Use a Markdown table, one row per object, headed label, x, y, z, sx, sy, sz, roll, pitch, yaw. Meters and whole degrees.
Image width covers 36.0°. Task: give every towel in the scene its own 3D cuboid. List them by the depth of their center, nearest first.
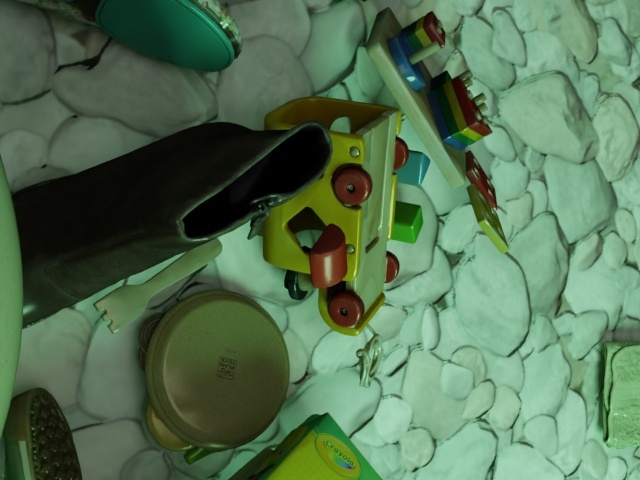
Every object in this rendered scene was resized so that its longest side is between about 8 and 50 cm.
| label | x | y | z | sx | sy | sz | roll | pitch | yaw |
| --- | --- | --- | --- | --- | --- | --- | --- | --- | --- |
| towel | 0.341 | 0.153 | 0.991 | 0.148 | 0.027 | 0.110 | 0 | 90 | -28 |

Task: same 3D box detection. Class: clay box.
| label | x | y | z | sx | sy | sz | roll | pitch | yaw |
| --- | --- | --- | --- | --- | --- | --- | --- | --- | --- |
| clay box | -0.010 | 0.220 | 0.694 | 0.127 | 0.053 | 0.222 | 51 | 43 | -2 |

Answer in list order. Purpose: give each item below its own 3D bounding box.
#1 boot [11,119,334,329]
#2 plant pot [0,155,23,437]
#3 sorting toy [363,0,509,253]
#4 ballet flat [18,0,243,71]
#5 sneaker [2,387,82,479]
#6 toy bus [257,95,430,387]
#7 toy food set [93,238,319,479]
| label | x | y | z | sx | sy | sz | roll | pitch | yaw |
| --- | --- | --- | --- | --- | --- | --- | --- | --- | --- |
| boot | -0.132 | -0.011 | 0.640 | 0.248 | 0.207 | 0.090 | -33 | 105 | -24 |
| plant pot | -0.279 | 0.069 | 0.534 | 0.284 | 0.284 | 0.190 | -29 | 112 | -25 |
| sorting toy | 0.100 | -0.120 | 0.808 | 0.046 | 0.132 | 0.274 | -28 | 108 | 19 |
| ballet flat | -0.160 | -0.196 | 0.701 | 0.241 | 0.091 | 0.077 | 17 | 60 | -30 |
| sneaker | -0.207 | 0.206 | 0.678 | 0.086 | 0.064 | 0.192 | -22 | 76 | 12 |
| toy bus | 0.003 | -0.013 | 0.768 | 0.191 | 0.105 | 0.202 | 60 | 46 | -62 |
| toy food set | -0.085 | 0.102 | 0.766 | 0.132 | 0.039 | 0.192 | -34 | 100 | -31 |
